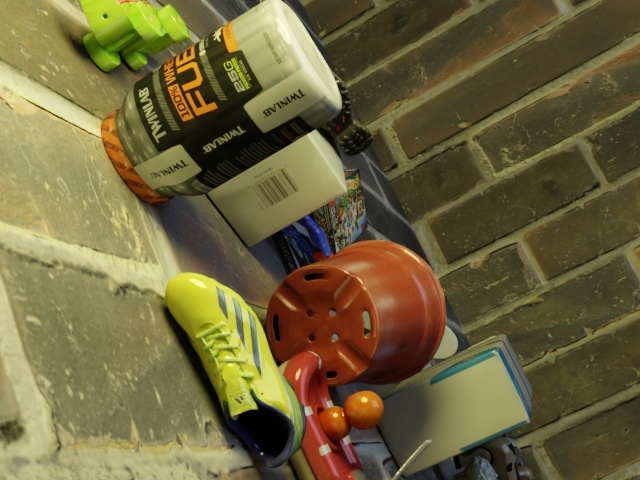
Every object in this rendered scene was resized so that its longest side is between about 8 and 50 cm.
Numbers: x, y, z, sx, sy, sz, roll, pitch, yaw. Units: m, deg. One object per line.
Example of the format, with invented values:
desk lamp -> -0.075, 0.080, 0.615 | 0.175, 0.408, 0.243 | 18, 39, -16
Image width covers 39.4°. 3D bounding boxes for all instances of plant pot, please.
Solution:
plant pot -> 0.050, 0.135, 1.546 | 0.272, 0.272, 0.265 | 64, 21, 11

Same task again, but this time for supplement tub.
supplement tub -> -0.145, -0.191, 1.292 | 0.193, 0.316, 0.193 | 56, 14, -20

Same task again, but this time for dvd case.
dvd case -> -0.031, 0.059, 1.856 | 0.238, 0.030, 0.179 | 66, 14, 20

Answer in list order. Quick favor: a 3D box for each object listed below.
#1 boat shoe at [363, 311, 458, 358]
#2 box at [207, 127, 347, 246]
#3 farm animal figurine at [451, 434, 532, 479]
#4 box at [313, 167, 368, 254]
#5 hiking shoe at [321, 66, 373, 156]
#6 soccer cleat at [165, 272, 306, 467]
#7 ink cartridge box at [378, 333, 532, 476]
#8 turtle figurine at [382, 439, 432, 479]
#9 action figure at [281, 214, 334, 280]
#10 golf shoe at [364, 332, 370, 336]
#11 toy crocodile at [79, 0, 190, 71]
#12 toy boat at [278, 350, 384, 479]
boat shoe -> 0.204, 0.199, 2.120 | 0.258, 0.095, 0.084 | 27, 7, -4
box -> -0.094, -0.181, 1.699 | 0.168, 0.215, 0.345 | 54, 14, -28
farm animal figurine -> 0.428, 0.585, 2.073 | 0.330, 0.172, 0.326 | -57, 130, -71
box -> 0.048, -0.070, 2.156 | 0.233, 0.044, 0.159 | -42, 127, -62
hiking shoe -> 0.010, -0.249, 1.624 | 0.114, 0.086, 0.227 | 54, 0, 42
soccer cleat -> -0.110, 0.170, 1.172 | 0.289, 0.093, 0.121 | 58, 20, -13
ink cartridge box -> 0.303, 0.348, 1.956 | 0.166, 0.286, 0.395 | 64, 13, 7
turtle figurine -> 0.146, 0.425, 1.336 | 0.197, 0.274, 0.266 | 50, 17, 21
action figure -> 0.000, 0.000, 1.822 | 0.280, 0.092, 0.139 | 56, 23, -18
golf shoe -> 0.092, 0.243, 1.855 | 0.085, 0.068, 0.186 | 64, 13, 6
toy crocodile -> -0.306, -0.350, 1.460 | 0.105, 0.115, 0.340 | 60, 13, -5
toy boat -> 0.024, 0.270, 1.339 | 0.231, 0.151, 0.151 | 64, 13, 11
